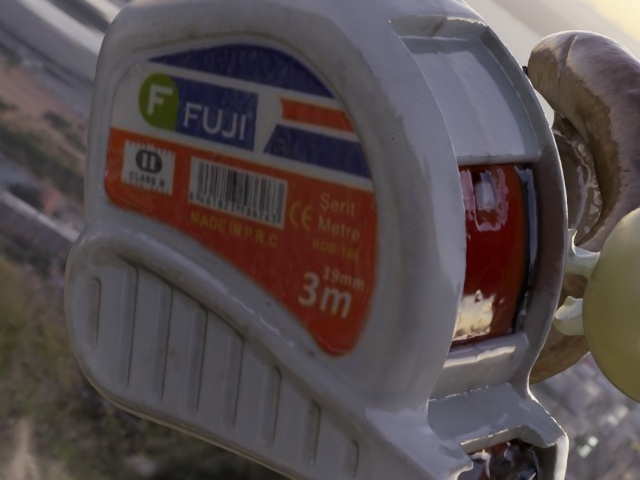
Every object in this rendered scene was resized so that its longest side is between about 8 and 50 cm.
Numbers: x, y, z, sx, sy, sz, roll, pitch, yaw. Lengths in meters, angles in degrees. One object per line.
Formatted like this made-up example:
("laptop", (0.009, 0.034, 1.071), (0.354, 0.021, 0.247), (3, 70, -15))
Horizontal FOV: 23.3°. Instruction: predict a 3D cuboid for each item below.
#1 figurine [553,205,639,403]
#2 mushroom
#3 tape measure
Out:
("figurine", (0.289, 0.065, 0.720), (0.394, 0.275, 0.227), (11, -31, 24))
("mushroom", (0.193, -0.033, 1.091), (0.156, 0.286, 0.151), (29, -26, -29))
("tape measure", (0.000, 0.000, 0.753), (0.258, 0.265, 0.130), (16, 14, 41))
